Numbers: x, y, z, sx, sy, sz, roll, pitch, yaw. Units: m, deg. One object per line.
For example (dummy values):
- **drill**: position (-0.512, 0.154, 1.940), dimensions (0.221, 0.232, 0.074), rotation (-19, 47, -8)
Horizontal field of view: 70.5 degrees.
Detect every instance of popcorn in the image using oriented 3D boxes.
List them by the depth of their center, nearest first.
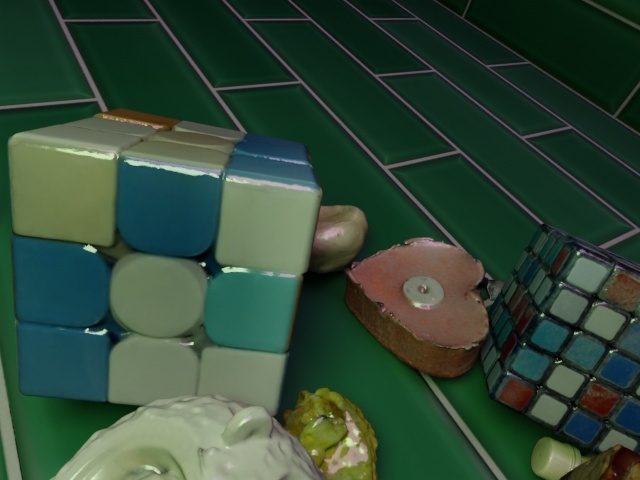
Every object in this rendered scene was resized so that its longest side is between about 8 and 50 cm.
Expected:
- **popcorn**: position (0.003, 0.320, 0.685), dimensions (0.174, 0.142, 0.173), rotation (22, 51, -29)

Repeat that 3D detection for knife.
- **knife**: position (0.423, 0.116, 1.085), dimensions (0.230, 0.028, 0.060), rotation (4, 58, -17)

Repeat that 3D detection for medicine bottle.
- **medicine bottle**: position (0.483, 0.412, 0.747), dimensions (0.252, 0.114, 0.114), rotation (25, 45, 7)

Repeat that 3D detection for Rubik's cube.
- **Rubik's cube**: position (-0.203, 0.011, 0.691), dimensions (0.347, 0.346, 0.344), rotation (7, 19, -9)
- **Rubik's cube**: position (0.477, 0.167, 0.797), dimensions (0.293, 0.286, 0.292), rotation (26, 16, 8)

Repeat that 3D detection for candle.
- **candle**: position (0.189, 0.129, 0.929), dimensions (0.287, 0.131, 0.317), rotation (8, 36, 2)

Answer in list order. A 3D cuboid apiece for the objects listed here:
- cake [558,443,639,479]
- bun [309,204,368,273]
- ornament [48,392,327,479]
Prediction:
- **cake**: position (0.405, 0.422, 0.590), dimensions (0.196, 0.293, 0.199), rotation (38, 44, 20)
- **bun**: position (0.000, 0.000, 0.976), dimensions (0.231, 0.133, 0.231), rotation (-6, 18, 2)
- **ornament**: position (-0.135, 0.346, 0.480), dimensions (0.337, 0.337, 0.337), rotation (9, 45, -9)
